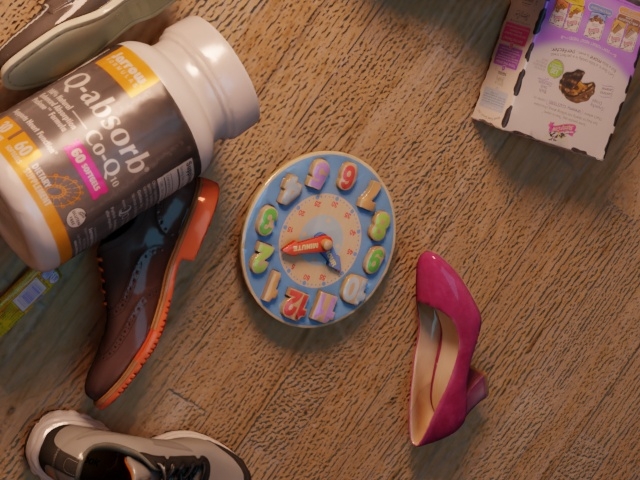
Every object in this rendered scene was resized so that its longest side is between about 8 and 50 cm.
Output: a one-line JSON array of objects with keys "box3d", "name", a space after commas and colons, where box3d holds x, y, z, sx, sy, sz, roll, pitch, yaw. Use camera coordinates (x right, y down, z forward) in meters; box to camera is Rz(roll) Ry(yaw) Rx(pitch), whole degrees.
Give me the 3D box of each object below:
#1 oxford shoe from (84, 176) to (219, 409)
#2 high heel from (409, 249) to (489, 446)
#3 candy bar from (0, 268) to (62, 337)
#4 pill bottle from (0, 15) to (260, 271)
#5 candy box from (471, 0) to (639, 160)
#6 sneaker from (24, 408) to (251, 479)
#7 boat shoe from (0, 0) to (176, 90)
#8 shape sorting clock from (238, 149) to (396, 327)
[{"box3d": [-0.204, 0.046, 1.985, 0.098, 0.097, 0.271, 23, 89, -15], "name": "oxford shoe"}, {"box3d": [0.129, 0.130, 2.209, 0.117, 0.082, 0.244, -37, 135, -27], "name": "high heel"}, {"box3d": [-0.333, 0.078, 1.948, 0.161, 0.018, 0.040, -46, 127, -11], "name": "candy bar"}, {"box3d": [-0.209, -0.103, 1.876, 0.278, 0.162, 0.162, -34, 120, -17], "name": "pill bottle"}, {"box3d": [0.287, -0.210, 2.196, 0.165, 0.070, 0.196, 15, 97, -34], "name": "candy box"}, {"box3d": [-0.189, 0.259, 2.043, 0.271, 0.108, 0.100, 14, 96, -35], "name": "sneaker"}, {"box3d": [-0.236, -0.233, 1.876, 0.228, 0.068, 0.081, -34, 160, -13], "name": "boat shoe"}, {"box3d": [0.000, 0.000, 2.110, 0.206, 0.040, 0.206, -11, 111, -28], "name": "shape sorting clock"}]
